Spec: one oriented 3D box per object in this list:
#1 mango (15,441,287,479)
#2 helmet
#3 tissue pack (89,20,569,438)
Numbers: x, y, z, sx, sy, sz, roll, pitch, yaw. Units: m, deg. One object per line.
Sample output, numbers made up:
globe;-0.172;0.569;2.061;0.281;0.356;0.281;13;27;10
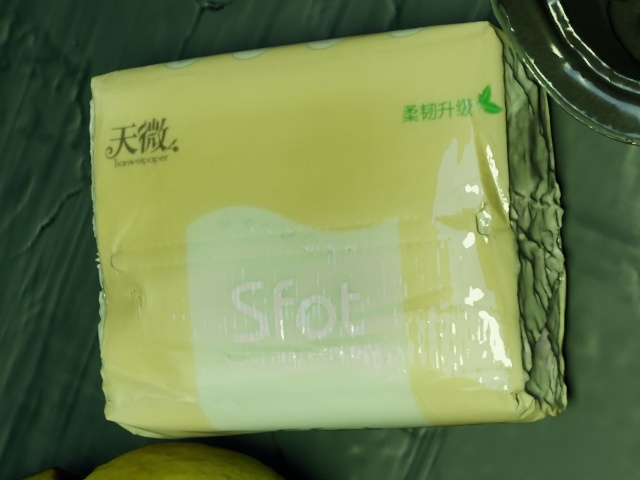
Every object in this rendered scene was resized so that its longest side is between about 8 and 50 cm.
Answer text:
mango;-0.109;0.176;0.879;0.262;0.167;0.130;-10;126;30
helmet;0.154;-0.139;0.790;0.153;0.107;0.177;-2;109;20
tissue pack;0.000;0.000;0.862;0.222;0.090;0.186;-4;86;24
